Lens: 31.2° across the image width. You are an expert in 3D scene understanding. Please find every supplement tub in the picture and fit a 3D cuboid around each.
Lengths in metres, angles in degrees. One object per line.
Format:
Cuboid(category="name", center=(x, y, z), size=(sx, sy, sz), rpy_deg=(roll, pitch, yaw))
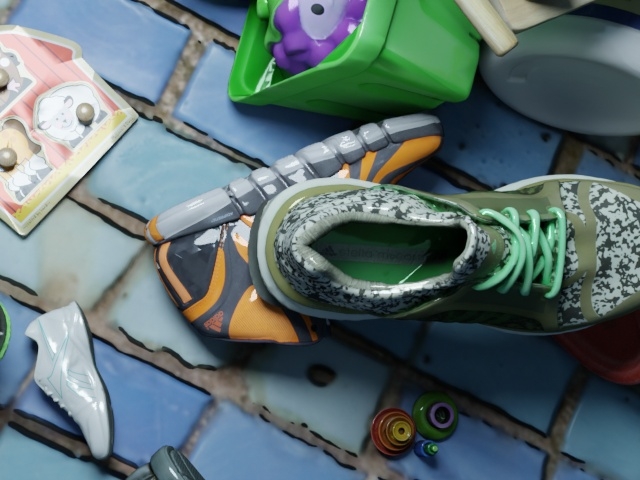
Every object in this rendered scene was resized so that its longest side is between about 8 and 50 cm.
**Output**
Cuboid(category="supplement tub", center=(0.310, -0.294, 1.219), size=(0.228, 0.228, 0.316), rpy_deg=(20, 76, -12))

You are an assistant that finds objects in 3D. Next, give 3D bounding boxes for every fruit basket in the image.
Cuboid(category="fruit basket", center=(-0.016, -0.323, 1.129), size=(0.392, 0.283, 0.392), rpy_deg=(3, 85, -33))

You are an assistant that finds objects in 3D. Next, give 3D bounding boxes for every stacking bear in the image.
Cuboid(category="stacking bear", center=(0.386, 0.012, 1.233), size=(0.289, 0.175, 0.164), rpy_deg=(-33, 89, -26))

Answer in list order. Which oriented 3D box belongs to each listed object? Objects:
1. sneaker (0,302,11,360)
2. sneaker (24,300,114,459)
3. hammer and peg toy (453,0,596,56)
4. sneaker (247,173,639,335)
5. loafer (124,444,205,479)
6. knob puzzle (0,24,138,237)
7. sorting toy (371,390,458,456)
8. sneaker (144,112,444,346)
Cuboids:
Cuboid(category="sneaker", center=(-0.486, -0.011, 0.953), size=(0.483, 0.202, 0.185), rpy_deg=(33, 74, -8))
Cuboid(category="sneaker", center=(-0.235, 0.137, 1.085), size=(0.061, 0.054, 0.152), rpy_deg=(-18, 80, -9))
Cuboid(category="hammer and peg toy", center=(0.171, -0.308, 0.988), size=(0.361, 0.127, 0.266), rpy_deg=(-26, 93, -19))
Cuboid(category="sneaker", center=(0.143, 0.018, 1.008), size=(0.410, 0.182, 0.158), rpy_deg=(-2, 92, -5))
Cuboid(category="loafer", center=(-0.093, 0.321, 1.081), size=(0.084, 0.096, 0.267), rpy_deg=(-38, 85, 1))
Cuboid(category="knob puzzle", center=(-0.303, -0.130, 1.118), size=(0.213, 0.030, 0.213), rpy_deg=(3, 80, -15))
Cuboid(category="sorting toy", center=(0.103, 0.192, 1.173), size=(0.102, 0.042, 0.061), rpy_deg=(-18, 86, -18))
Cuboid(category="sneaker", center=(0.000, 0.000, 1.148), size=(0.321, 0.124, 0.180), rpy_deg=(-25, 92, -8))
